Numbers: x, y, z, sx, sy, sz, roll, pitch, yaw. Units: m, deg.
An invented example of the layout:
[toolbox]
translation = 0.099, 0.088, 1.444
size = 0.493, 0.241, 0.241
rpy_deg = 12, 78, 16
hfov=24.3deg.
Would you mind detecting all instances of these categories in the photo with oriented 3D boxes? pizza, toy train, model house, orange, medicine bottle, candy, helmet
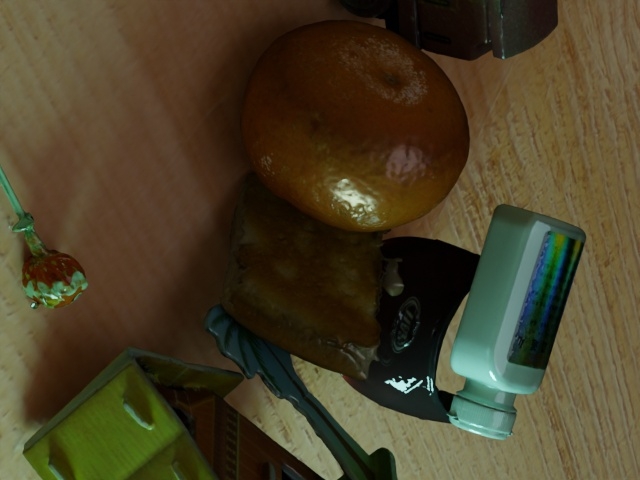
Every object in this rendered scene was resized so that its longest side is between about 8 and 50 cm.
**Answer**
[pizza]
translation = 0.000, 0.000, 1.496
size = 0.071, 0.189, 0.297
rpy_deg = 122, -14, -49
[toy train]
translation = 0.115, -0.325, 1.438
size = 0.150, 0.221, 0.304
rpy_deg = -33, 128, -38
[model house]
translation = -0.134, 0.223, 1.438
size = 0.300, 0.340, 0.323
rpy_deg = -39, 117, 20
[orange]
translation = 0.030, -0.104, 1.427
size = 0.224, 0.224, 0.170
rpy_deg = -29, 156, -41
[medicine bottle]
translation = 0.193, 0.084, 1.507
size = 0.121, 0.083, 0.228
rpy_deg = 15, 91, -54
[candy]
translation = -0.252, -0.017, 1.263
size = 0.056, 0.049, 0.184
rpy_deg = -18, 121, 5
[helmet]
translation = 0.102, 0.091, 1.602
size = 0.216, 0.193, 0.189
rpy_deg = 177, -69, -86
